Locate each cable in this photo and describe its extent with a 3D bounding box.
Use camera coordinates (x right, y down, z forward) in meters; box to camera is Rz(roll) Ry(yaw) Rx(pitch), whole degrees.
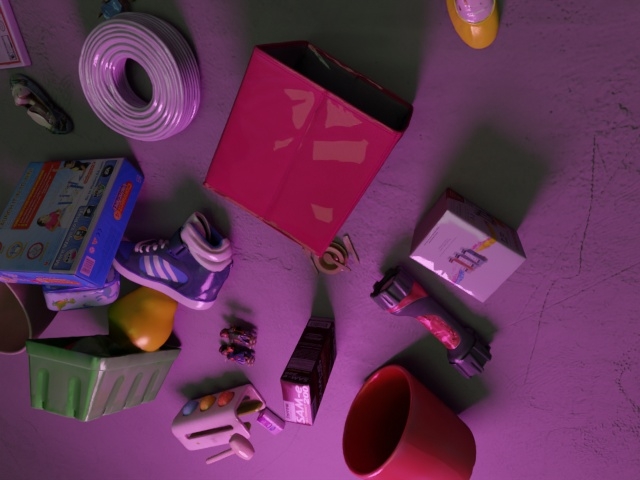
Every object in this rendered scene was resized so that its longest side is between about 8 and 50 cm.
[{"bbox_3d":[-0.387,-0.344,0.893,0.257,0.089,0.257,20,123,6],"label":"cable"}]

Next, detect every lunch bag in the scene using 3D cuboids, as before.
[{"bbox_3d":[-0.620,0.080,1.099,0.176,0.219,0.090,-3,126,-23],"label":"lunch bag"}]

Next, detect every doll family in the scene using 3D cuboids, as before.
[{"bbox_3d":[-0.242,0.299,1.184,0.111,0.076,0.193,14,122,5],"label":"doll family"}]

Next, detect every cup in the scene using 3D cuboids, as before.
[{"bbox_3d":[-0.872,0.120,1.200,0.331,0.237,0.331,7,118,14],"label":"cup"}]

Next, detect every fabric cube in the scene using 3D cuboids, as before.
[{"bbox_3d":[-0.012,-0.178,0.768,0.259,0.254,0.258,31,120,0],"label":"fabric cube"}]

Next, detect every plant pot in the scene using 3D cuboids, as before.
[{"bbox_3d":[0.226,0.489,1.034,0.243,0.275,0.275,35,121,-14],"label":"plant pot"}]

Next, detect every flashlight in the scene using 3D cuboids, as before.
[{"bbox_3d":[0.253,0.193,0.956,0.304,0.103,0.103,44,119,-6],"label":"flashlight"}]

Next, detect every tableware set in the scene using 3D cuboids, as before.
[{"bbox_3d":[0.000,0.000,0.976,0.128,0.039,0.194,-17,109,24],"label":"tableware set"}]

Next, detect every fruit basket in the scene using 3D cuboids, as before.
[{"bbox_3d":[-0.553,0.271,1.154,0.283,0.392,0.392,8,118,13],"label":"fruit basket"}]

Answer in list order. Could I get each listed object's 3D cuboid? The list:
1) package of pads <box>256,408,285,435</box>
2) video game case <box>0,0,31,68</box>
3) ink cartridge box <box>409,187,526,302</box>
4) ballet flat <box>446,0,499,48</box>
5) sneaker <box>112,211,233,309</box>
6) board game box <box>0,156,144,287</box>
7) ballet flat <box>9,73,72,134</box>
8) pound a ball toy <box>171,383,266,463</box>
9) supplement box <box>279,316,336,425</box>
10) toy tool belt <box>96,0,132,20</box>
[{"bbox_3d":[-0.156,0.573,1.316,0.083,0.032,0.050,41,118,-5],"label":"package of pads"},{"bbox_3d":[-0.845,-0.515,0.997,0.285,0.025,0.204,2,116,16],"label":"video game case"},{"bbox_3d":[0.291,0.007,0.836,0.176,0.128,0.127,33,120,-1],"label":"ink cartridge box"},{"bbox_3d":[0.235,-0.425,0.668,0.077,0.077,0.231,-12,111,22],"label":"ballet flat"},{"bbox_3d":[-0.372,0.011,1.063,0.323,0.130,0.236,27,111,9],"label":"sneaker"},{"bbox_3d":[-0.620,-0.047,1.006,0.302,0.308,0.086,1,154,18],"label":"board game box"},{"bbox_3d":[-0.700,-0.333,1.019,0.188,0.070,0.070,41,120,-5],"label":"ballet flat"},{"bbox_3d":[-0.316,0.548,1.253,0.319,0.208,0.136,-24,106,27],"label":"pound a ball toy"},{"bbox_3d":[-0.022,0.309,1.021,0.073,0.239,0.130,4,117,16],"label":"supplement box"},{"bbox_3d":[-0.424,-0.485,0.862,0.083,0.051,0.052,-27,105,27],"label":"toy tool belt"}]
